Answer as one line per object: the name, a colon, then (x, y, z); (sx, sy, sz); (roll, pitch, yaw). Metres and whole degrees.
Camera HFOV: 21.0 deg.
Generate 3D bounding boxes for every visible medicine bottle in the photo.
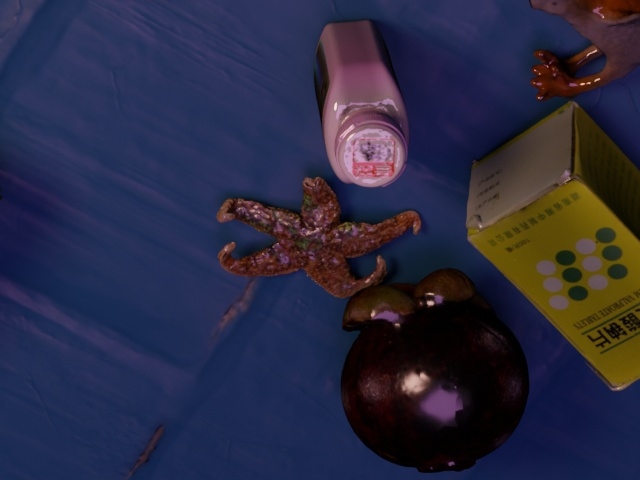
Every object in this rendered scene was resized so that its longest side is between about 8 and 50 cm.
medicine bottle: (0.038, -0.118, 1.586); (0.078, 0.219, 0.115); (-4, 116, -2)
medicine bottle: (0.268, 0.008, 1.697); (0.137, 0.141, 0.250); (-34, 116, 27)

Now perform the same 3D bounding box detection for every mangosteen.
mangosteen: (0.114, 0.134, 1.741); (0.209, 0.210, 0.210); (-2, 117, -3)

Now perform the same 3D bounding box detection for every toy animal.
toy animal: (0.347, -0.213, 1.640); (0.302, 0.225, 0.284); (-28, 137, 24)

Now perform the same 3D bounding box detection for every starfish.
starfish: (-0.001, -0.006, 1.746); (0.209, 0.053, 0.150); (-9, 130, -4)

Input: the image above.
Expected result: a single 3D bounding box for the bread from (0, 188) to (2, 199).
bread: (-0.469, 0.007, 1.637); (0.179, 0.194, 0.340); (42, 105, -15)
